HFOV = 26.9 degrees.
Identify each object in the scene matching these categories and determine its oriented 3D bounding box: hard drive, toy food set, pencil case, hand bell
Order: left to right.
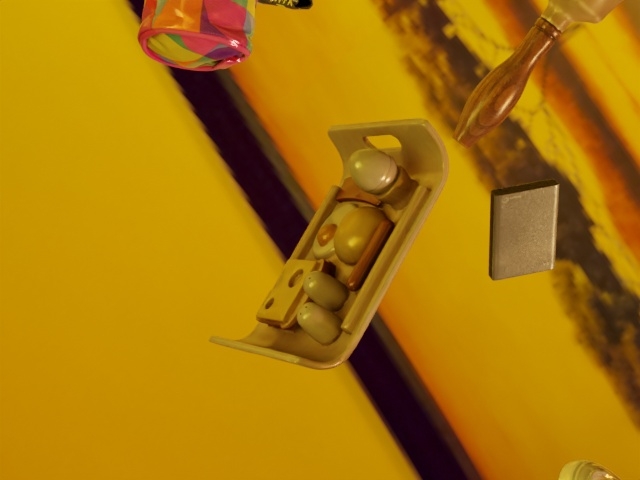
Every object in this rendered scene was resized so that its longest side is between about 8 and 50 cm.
[{"bbox_3d":[-0.082,-0.256,1.098,0.104,0.104,0.236,21,-106,-40],"label":"pencil case"},{"bbox_3d":[0.000,0.000,1.512,0.092,0.220,0.306,38,-106,-26],"label":"toy food set"},{"bbox_3d":[0.276,-0.015,1.828,0.094,0.135,0.022,-10,-149,-13],"label":"hard drive"},{"bbox_3d":[0.202,-0.185,1.220,0.126,0.242,0.126,37,-171,-7],"label":"hand bell"}]

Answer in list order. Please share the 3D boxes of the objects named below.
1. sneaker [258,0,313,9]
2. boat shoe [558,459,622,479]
[{"bbox_3d":[-0.045,-0.297,1.623,0.083,0.031,0.035,0,-164,-34],"label":"sneaker"},{"bbox_3d":[0.259,0.234,1.035,0.184,0.063,0.066,50,-130,-12],"label":"boat shoe"}]
